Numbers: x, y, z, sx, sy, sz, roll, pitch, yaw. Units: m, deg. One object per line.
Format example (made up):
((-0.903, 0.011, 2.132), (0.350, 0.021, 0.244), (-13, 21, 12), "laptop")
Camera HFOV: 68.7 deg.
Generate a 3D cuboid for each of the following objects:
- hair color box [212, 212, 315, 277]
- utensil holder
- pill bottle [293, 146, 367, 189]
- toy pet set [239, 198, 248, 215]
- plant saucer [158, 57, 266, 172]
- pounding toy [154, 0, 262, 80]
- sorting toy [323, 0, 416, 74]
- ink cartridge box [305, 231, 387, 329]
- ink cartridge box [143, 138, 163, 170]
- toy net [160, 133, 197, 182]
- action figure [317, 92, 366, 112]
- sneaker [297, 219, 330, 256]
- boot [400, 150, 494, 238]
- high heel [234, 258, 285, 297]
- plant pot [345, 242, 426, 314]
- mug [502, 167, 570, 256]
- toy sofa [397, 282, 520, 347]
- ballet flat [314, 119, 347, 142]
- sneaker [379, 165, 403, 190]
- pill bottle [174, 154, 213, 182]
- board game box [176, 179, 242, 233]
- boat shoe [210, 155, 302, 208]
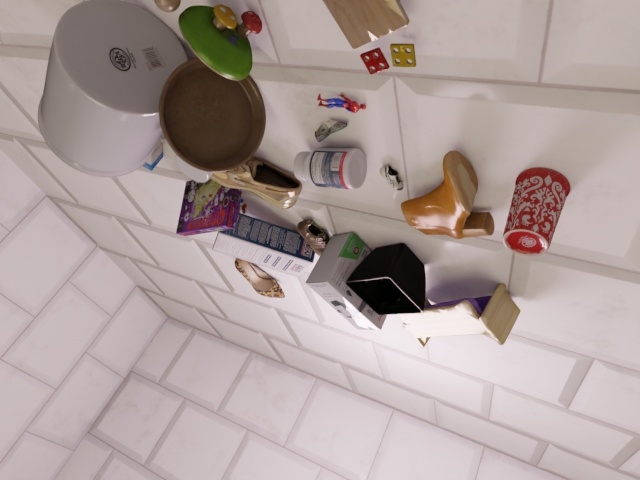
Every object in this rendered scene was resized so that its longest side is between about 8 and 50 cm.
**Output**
((-0.203, 0.015, 1.711), (0.347, 0.105, 0.174), (19, 153, -13), "hair color box")
((-0.558, -0.387, 1.249), (0.328, 0.327, 0.385), (40, 149, -18), "utensil holder")
((0.023, -0.195, 1.249), (0.180, 0.108, 0.108), (10, 146, 34), "pill bottle")
((-0.302, -0.104, 1.773), (0.122, 0.065, 0.114), (-2, 104, 40), "toy pet set")
((-0.266, -0.310, 1.166), (0.041, 0.278, 0.278), (18, 154, 53), "plant saucer")
((-0.213, -0.470, 0.995), (0.110, 0.183, 0.237), (-33, 113, 31), "pounding toy")
((0.088, -0.434, 0.863), (0.132, 0.046, 0.274), (-4, 137, 46), "sorting toy")
((0.121, 0.144, 1.600), (0.289, 0.211, 0.122), (44, 149, -26), "ink cartridge box")
((-0.621, -0.355, 1.612), (0.134, 0.078, 0.231), (31, 152, -4), "ink cartridge box")
((-0.468, -0.288, 1.582), (0.232, 0.045, 0.122), (51, 166, -31), "toy net")
((0.051, -0.322, 1.099), (0.115, 0.030, 0.038), (16, 155, 14), "action figure")
((0.000, 0.000, 1.629), (0.188, 0.066, 0.071), (42, 149, -22), "sneaker")
((0.288, -0.098, 1.167), (0.211, 0.104, 0.295), (2, 145, 41), "boot")
((-0.278, 0.171, 2.127), (0.261, 0.093, 0.186), (30, 159, 19), "high heel")
((0.229, 0.116, 1.496), (0.187, 0.167, 0.188), (-13, 129, 49), "plant pot")
((0.465, -0.046, 1.016), (0.113, 0.169, 0.150), (8, 145, 33), "mug")
((0.430, 0.229, 1.513), (0.177, 0.150, 0.363), (51, 147, -10), "toy sofa")
((0.021, -0.283, 1.183), (0.041, 0.041, 0.114), (42, 149, -22), "ballet flat")
((0.192, -0.162, 1.225), (0.083, 0.032, 0.037), (40, 150, -20), "sneaker")
((-0.290, -0.274, 1.279), (0.131, 0.229, 0.131), (22, 151, 13), "pill bottle")
((-0.390, -0.129, 1.634), (0.056, 0.208, 0.347), (12, 168, -42), "board game box")
((-0.217, -0.218, 1.436), (0.341, 0.121, 0.110), (22, 148, -8), "boat shoe")
